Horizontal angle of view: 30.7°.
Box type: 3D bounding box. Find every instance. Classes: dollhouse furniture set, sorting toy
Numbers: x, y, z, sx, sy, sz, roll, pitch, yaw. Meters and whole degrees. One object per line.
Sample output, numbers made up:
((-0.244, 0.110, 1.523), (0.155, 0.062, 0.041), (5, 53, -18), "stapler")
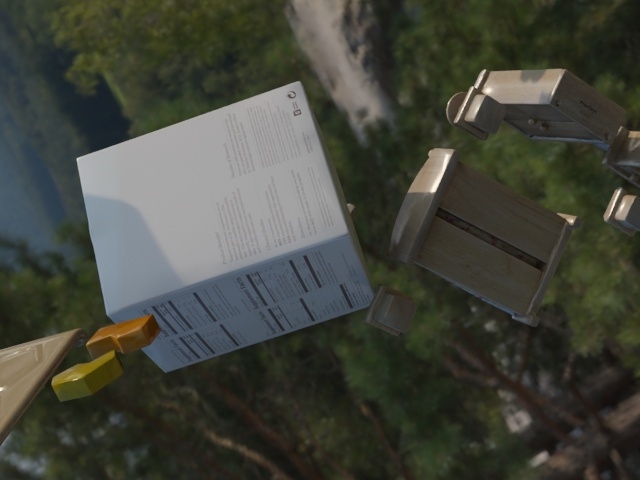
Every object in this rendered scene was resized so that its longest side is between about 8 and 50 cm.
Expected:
((0.221, -0.017, 1.409), (0.303, 0.356, 0.174), (27, 176, -24), "dollhouse furniture set")
((-0.302, 0.154, 1.070), (0.041, 0.307, 0.229), (67, -157, -17), "sorting toy")

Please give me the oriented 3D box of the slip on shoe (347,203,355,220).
((0.000, 0.000, 1.485), (0.041, 0.135, 0.051), (27, 153, 14), "slip on shoe")

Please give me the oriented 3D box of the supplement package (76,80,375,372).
((-0.100, -0.008, 1.298), (0.198, 0.262, 0.199), (65, -172, -63), "supplement package")
